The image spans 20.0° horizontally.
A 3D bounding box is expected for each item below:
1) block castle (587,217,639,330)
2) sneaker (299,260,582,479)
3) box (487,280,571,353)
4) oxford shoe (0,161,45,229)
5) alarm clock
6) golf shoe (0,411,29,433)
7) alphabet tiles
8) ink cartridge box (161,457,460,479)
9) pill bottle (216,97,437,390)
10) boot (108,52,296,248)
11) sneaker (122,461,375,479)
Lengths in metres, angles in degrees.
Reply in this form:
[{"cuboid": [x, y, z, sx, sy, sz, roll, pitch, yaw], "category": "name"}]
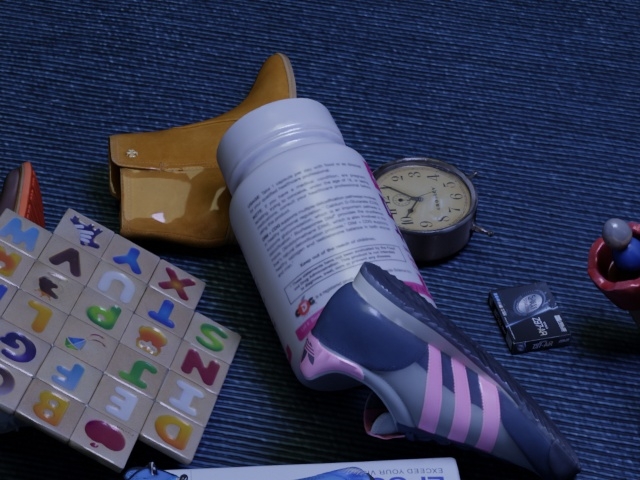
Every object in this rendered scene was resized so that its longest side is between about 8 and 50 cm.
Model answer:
[{"cuboid": [0.500, 0.052, 1.764, 0.303, 0.213, 0.453, -44, 44, -7], "category": "block castle"}, {"cuboid": [0.115, 0.157, 1.769, 0.319, 0.131, 0.112, 40, 8, -20], "category": "sneaker"}, {"cuboid": [0.226, 0.084, 1.969, 0.067, 0.018, 0.083, -8, 45, -12], "category": "box"}, {"cuboid": [-0.356, 0.013, 1.951, 0.098, 0.097, 0.271, -2, 41, 6], "category": "oxford shoe"}, {"cuboid": [0.092, -0.032, 2.049, 0.192, 0.064, 0.129, 0, 44, -7], "category": "alarm clock"}, {"cuboid": [-0.365, 0.165, 1.799, 0.306, 0.115, 0.140, 11, 67, 4], "category": "golf shoe"}, {"cuboid": [-0.228, 0.091, 1.821, 0.285, 0.011, 0.342, 30, 31, -6], "category": "alphabet tiles"}, {"cuboid": [-0.014, 0.344, 1.645, 0.324, 0.071, 0.330, -2, 42, -6], "category": "ink cartridge box"}, {"cuboid": [0.000, 0.000, 1.898, 0.160, 0.160, 0.283, -14, 60, -18], "category": "pill bottle"}, {"cuboid": [-0.137, -0.115, 2.085, 0.211, 0.104, 0.295, 5, 49, -7], "category": "boot"}, {"cuboid": [-0.110, 0.248, 1.601, 0.330, 0.129, 0.147, -13, 47, -13], "category": "sneaker"}]
